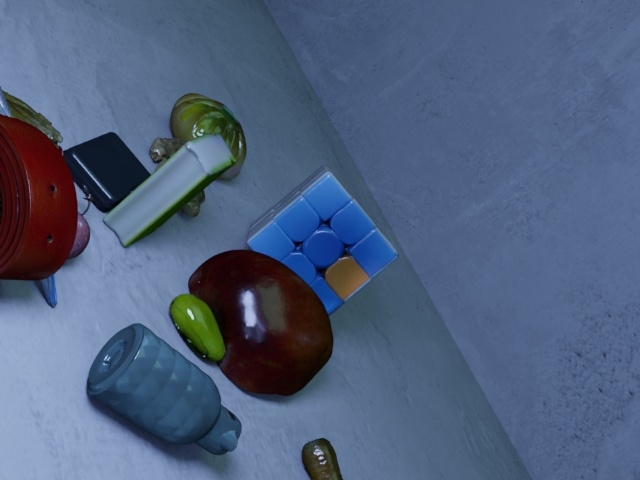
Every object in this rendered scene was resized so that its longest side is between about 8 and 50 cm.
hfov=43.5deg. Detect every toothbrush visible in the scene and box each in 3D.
[{"bbox_3d":[-0.527,-0.082,1.415,0.035,0.042,0.414,-28,101,-87],"label":"toothbrush"}]

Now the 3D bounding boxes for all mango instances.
[{"bbox_3d":[-0.254,0.182,1.699,0.165,0.074,0.091,51,19,-3],"label":"mango"}]

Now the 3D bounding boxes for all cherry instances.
[{"bbox_3d":[-0.486,-0.044,1.533,0.107,0.090,0.226,38,24,-30],"label":"cherry"}]

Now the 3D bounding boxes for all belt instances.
[{"bbox_3d":[-0.527,-0.085,1.308,0.324,0.227,0.115,57,18,18],"label":"belt"}]

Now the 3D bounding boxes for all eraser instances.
[{"bbox_3d":[-0.322,-0.115,1.752,0.092,0.274,0.210,50,19,-3],"label":"eraser"}]

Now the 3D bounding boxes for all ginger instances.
[{"bbox_3d":[-0.371,-0.167,2.061,0.149,0.065,0.259,20,42,-37],"label":"ginger"}]

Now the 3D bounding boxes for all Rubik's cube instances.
[{"bbox_3d":[0.000,0.000,2.174,0.292,0.290,0.291,49,4,-10],"label":"Rubik's cube"}]

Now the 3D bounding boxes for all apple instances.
[{"bbox_3d":[-0.134,0.196,1.889,0.365,0.295,0.329,27,69,-49],"label":"apple"}]

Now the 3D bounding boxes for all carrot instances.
[{"bbox_3d":[0.037,0.569,1.719,0.078,0.078,0.298,19,42,-58],"label":"carrot"}]

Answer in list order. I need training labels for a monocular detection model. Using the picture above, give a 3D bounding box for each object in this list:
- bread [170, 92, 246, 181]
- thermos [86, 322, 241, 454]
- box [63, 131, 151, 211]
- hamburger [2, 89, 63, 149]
[{"bbox_3d":[-0.312,-0.287,2.254,0.260,0.158,0.156,43,25,-19],"label":"bread"},{"bbox_3d":[-0.269,0.278,1.430,0.286,0.145,0.182,44,-12,-29],"label":"thermos"},{"bbox_3d":[-0.480,-0.160,1.807,0.160,0.050,0.230,50,19,-7],"label":"box"},{"bbox_3d":[-0.607,-0.206,1.529,0.206,0.130,0.183,44,9,37],"label":"hamburger"}]
